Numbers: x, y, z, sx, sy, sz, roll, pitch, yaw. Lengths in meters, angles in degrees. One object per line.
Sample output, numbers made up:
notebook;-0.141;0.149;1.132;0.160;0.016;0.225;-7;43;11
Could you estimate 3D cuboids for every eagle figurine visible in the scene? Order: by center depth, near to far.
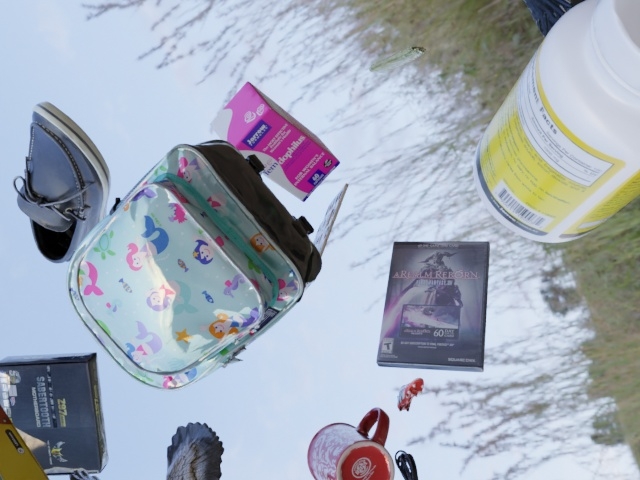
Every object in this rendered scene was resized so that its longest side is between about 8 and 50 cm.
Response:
eagle figurine;-0.248;0.450;1.130;0.298;0.225;0.226;63;-164;19

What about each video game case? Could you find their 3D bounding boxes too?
video game case;0.222;0.120;1.371;0.026;0.196;0.274;65;-149;-53

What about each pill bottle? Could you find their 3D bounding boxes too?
pill bottle;0.301;-0.137;0.763;0.188;0.334;0.187;2;-111;-6

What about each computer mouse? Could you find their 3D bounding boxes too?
computer mouse;0.127;0.614;1.612;0.060;0.262;0.184;51;-168;-55

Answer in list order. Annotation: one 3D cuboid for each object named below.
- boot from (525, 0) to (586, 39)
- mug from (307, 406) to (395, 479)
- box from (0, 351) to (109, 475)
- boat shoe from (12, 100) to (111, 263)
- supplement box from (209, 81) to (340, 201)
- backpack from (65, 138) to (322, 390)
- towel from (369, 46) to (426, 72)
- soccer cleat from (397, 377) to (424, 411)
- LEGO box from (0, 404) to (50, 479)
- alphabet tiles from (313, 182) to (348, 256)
boot;0.359;-0.388;0.962;0.207;0.094;0.246;-44;-65;-24
mug;0.052;0.337;1.129;0.113;0.169;0.150;12;-101;-9
box;-0.517;0.336;1.371;0.059;0.184;0.232;-83;-9;-80
boat shoe;-0.583;-0.105;1.587;0.187;0.500;0.156;37;-123;9
supplement box;-0.083;-0.183;1.344;0.220;0.111;0.114;32;-164;-45
backpack;-0.154;0.041;0.787;0.225;0.253;0.191;50;-156;-2
towel;0.211;-0.491;1.929;0.110;0.148;0.027;-28;-81;-64
soccer cleat;0.143;0.244;1.149;0.029;0.083;0.035;6;-139;-16
LEGO box;-0.532;0.496;0.998;0.500;0.193;0.372;47;-164;19
alphabet tiles;0.000;0.000;1.447;0.009;0.237;0.198;21;-102;-5
